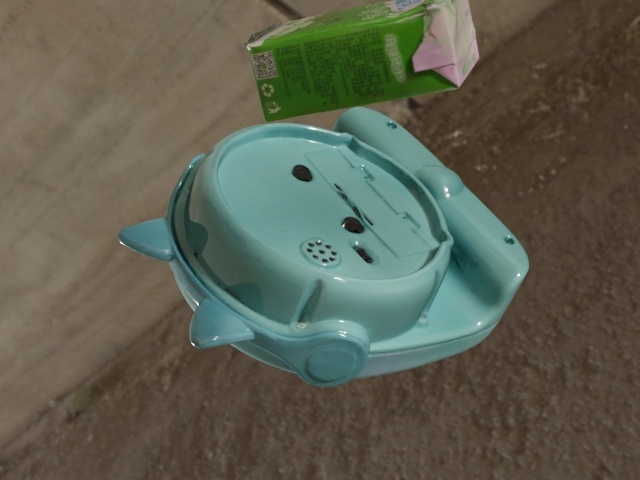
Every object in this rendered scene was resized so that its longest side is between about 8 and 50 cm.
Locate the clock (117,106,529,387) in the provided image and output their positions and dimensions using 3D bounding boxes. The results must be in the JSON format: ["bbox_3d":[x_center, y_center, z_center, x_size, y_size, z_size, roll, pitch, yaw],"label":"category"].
[{"bbox_3d":[0.000,0.000,0.706,0.223,0.274,0.094,48,131,30],"label":"clock"}]

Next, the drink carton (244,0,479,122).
[{"bbox_3d":[0.050,-0.235,1.203,0.271,0.108,0.161,-8,21,21],"label":"drink carton"}]
